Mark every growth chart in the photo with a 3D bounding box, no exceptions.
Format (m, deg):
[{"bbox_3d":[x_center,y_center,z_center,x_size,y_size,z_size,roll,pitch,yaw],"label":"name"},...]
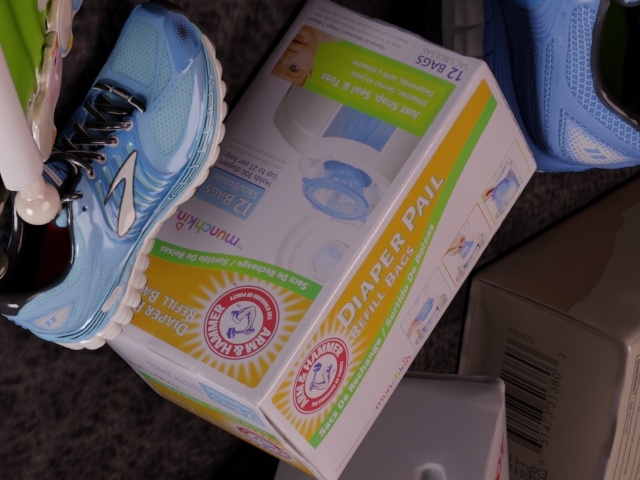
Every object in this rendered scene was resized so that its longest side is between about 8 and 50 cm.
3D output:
[{"bbox_3d":[-0.104,-0.140,0.695,0.172,0.021,0.237,75,16,-57],"label":"growth chart"}]

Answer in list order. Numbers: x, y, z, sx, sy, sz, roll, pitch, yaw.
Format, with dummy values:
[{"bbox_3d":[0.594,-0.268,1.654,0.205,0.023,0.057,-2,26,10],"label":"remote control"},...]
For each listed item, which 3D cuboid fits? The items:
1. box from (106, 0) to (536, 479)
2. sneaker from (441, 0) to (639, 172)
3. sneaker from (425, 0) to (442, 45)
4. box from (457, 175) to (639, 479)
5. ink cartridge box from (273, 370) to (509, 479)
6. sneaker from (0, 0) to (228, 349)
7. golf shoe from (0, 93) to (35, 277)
[{"bbox_3d":[0.000,0.000,0.964,0.203,0.114,0.103,-56,147,-13],"label":"box"},{"bbox_3d":[0.122,-0.181,0.960,0.130,0.147,0.330,-42,124,-33],"label":"sneaker"},{"bbox_3d":[0.079,-0.075,1.091,0.061,0.054,0.152,1,109,-60],"label":"sneaker"},{"bbox_3d":[0.231,0.051,1.338,0.311,0.121,0.148,-26,132,-46],"label":"box"},{"bbox_3d":[0.042,0.243,1.120,0.211,0.121,0.289,-72,161,-46],"label":"ink cartridge box"},{"bbox_3d":[-0.096,-0.029,0.850,0.073,0.063,0.162,15,98,-55],"label":"sneaker"},{"bbox_3d":[-0.130,-0.065,0.752,0.069,0.086,0.176,-6,114,-53],"label":"golf shoe"}]
